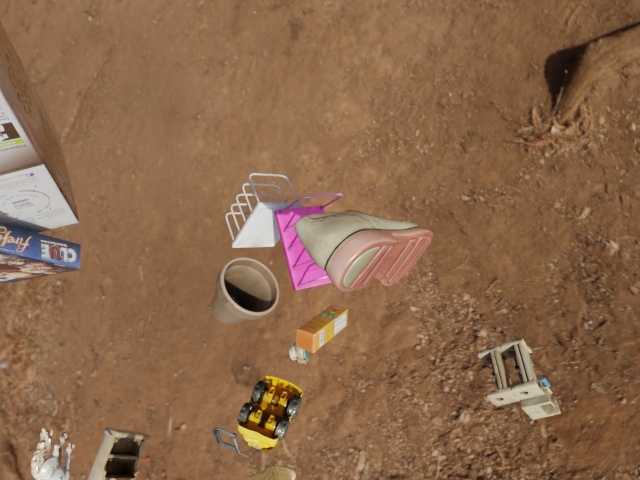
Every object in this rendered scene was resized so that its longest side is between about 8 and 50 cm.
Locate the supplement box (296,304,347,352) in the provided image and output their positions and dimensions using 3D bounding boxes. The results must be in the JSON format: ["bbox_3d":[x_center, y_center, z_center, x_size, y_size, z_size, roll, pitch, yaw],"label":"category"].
[{"bbox_3d":[0.010,0.313,1.681,0.078,0.233,0.080,12,110,30],"label":"supplement box"}]

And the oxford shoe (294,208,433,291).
[{"bbox_3d":[0.101,-0.004,0.896,0.146,0.397,0.140,41,106,25],"label":"oxford shoe"}]

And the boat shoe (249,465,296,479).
[{"bbox_3d":[-0.126,0.658,1.301,0.170,0.059,0.063,-29,69,32],"label":"boat shoe"}]

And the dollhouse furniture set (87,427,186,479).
[{"bbox_3d":[-0.373,0.517,1.000,0.242,0.212,0.161,3,66,29],"label":"dollhouse furniture set"}]

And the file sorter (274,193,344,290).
[{"bbox_3d":[0.000,0.000,1.619,0.182,0.202,0.291,-26,76,54],"label":"file sorter"}]

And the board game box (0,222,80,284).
[{"bbox_3d":[-0.500,0.029,0.658,0.243,0.165,0.042,-11,76,13],"label":"board game box"}]

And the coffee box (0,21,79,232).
[{"bbox_3d":[-0.413,-0.140,0.577,0.297,0.118,0.168,116,134,-63],"label":"coffee box"}]

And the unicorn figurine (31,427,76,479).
[{"bbox_3d":[-0.453,0.401,0.808,0.060,0.162,0.111,-20,43,4],"label":"unicorn figurine"}]

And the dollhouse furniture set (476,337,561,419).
[{"bbox_3d":[0.514,0.371,1.221,0.129,0.183,0.129,-26,38,27],"label":"dollhouse furniture set"}]

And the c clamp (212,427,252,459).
[{"bbox_3d":[-0.314,0.707,1.644,0.137,0.161,0.022,9,43,19],"label":"c clamp"}]

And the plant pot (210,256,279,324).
[{"bbox_3d":[-0.336,0.234,1.912,0.229,0.263,0.263,-42,55,38],"label":"plant pot"}]

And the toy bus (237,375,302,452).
[{"bbox_3d":[-0.165,0.567,1.434,0.149,0.220,0.211,20,118,10],"label":"toy bus"}]

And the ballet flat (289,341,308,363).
[{"bbox_3d":[-0.089,0.447,1.845,0.067,0.206,0.073,-11,57,-1],"label":"ballet flat"}]

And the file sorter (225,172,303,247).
[{"bbox_3d":[-0.236,-0.118,1.859,0.278,0.192,0.173,-49,54,43],"label":"file sorter"}]
